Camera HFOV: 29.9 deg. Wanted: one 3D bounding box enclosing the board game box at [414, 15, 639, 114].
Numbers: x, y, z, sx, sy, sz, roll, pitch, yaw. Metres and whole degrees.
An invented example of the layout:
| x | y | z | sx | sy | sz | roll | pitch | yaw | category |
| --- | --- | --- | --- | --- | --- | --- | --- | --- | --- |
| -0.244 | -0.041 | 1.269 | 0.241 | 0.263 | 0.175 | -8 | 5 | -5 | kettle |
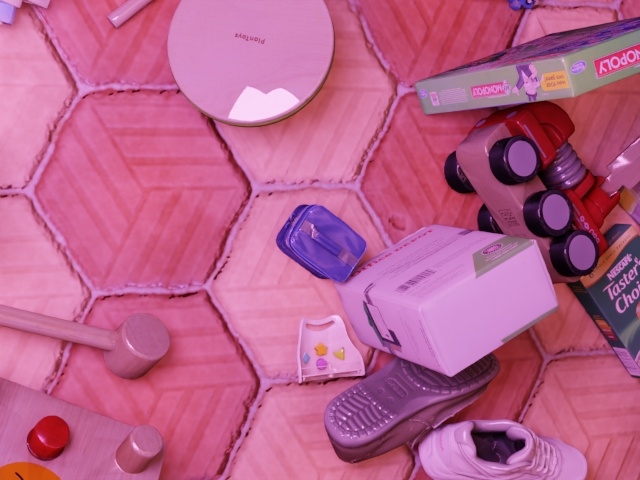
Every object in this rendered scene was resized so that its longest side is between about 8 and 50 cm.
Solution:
| x | y | z | sx | sy | sz | roll | pitch | yaw | category |
| --- | --- | --- | --- | --- | --- | --- | --- | --- | --- |
| 0.273 | -0.203 | 1.363 | 0.214 | 0.317 | 0.046 | -22 | 101 | -20 | board game box |

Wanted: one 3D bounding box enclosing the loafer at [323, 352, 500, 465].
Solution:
| x | y | z | sx | sy | sz | roll | pitch | yaw | category |
| --- | --- | --- | --- | --- | --- | --- | --- | --- | --- |
| 0.106 | 0.191 | 1.443 | 0.251 | 0.094 | 0.087 | -21 | 143 | -27 | loafer |

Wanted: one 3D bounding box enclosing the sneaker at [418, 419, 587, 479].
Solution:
| x | y | z | sx | sy | sz | roll | pitch | yaw | category |
| --- | --- | --- | --- | --- | --- | --- | --- | --- | --- |
| 0.243 | 0.268 | 1.467 | 0.232 | 0.115 | 0.090 | 11 | 64 | -24 | sneaker |

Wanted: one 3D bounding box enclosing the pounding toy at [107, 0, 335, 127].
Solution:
| x | y | z | sx | sy | sz | roll | pitch | yaw | category |
| --- | --- | --- | --- | --- | --- | --- | --- | --- | --- |
| -0.090 | -0.222 | 1.342 | 0.237 | 0.110 | 0.183 | 42 | 87 | 11 | pounding toy |

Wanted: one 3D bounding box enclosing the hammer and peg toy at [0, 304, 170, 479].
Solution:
| x | y | z | sx | sy | sz | roll | pitch | yaw | category |
| --- | --- | --- | --- | --- | --- | --- | --- | --- | --- |
| -0.296 | 0.224 | 1.217 | 0.266 | 0.127 | 0.361 | 23 | 50 | -16 | hammer and peg toy |

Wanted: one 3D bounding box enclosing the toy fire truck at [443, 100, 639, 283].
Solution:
| x | y | z | sx | sy | sz | roll | pitch | yaw | category |
| --- | --- | --- | --- | --- | --- | --- | --- | --- | --- |
| 0.315 | -0.095 | 1.488 | 0.246 | 0.158 | 0.217 | -43 | 107 | -28 | toy fire truck |

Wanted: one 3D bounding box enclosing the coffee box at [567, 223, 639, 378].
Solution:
| x | y | z | sx | sy | sz | roll | pitch | yaw | category |
| --- | --- | --- | --- | --- | --- | --- | --- | --- | --- |
| 0.411 | 0.081 | 1.580 | 0.113 | 0.040 | 0.184 | -40 | 106 | -16 | coffee box |

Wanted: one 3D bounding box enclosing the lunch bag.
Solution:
| x | y | z | sx | sy | sz | roll | pitch | yaw | category |
| --- | --- | --- | --- | --- | --- | --- | --- | --- | --- |
| 0.000 | 0.000 | 1.391 | 0.098 | 0.065 | 0.067 | 36 | 78 | -20 | lunch bag |

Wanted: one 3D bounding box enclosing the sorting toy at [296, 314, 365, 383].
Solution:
| x | y | z | sx | sy | sz | roll | pitch | yaw | category |
| --- | --- | --- | --- | --- | --- | --- | --- | --- | --- |
| 0.004 | 0.126 | 1.413 | 0.083 | 0.045 | 0.075 | -4 | 86 | -22 | sorting toy |

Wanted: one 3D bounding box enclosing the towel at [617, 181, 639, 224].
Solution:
| x | y | z | sx | sy | sz | roll | pitch | yaw | category |
| --- | --- | --- | --- | --- | --- | --- | --- | --- | --- |
| 0.432 | -0.054 | 1.601 | 0.083 | 0.009 | 0.060 | 44 | 75 | -18 | towel |

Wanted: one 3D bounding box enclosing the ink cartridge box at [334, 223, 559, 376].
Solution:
| x | y | z | sx | sy | sz | roll | pitch | yaw | category |
| --- | --- | --- | --- | --- | --- | --- | --- | --- | --- |
| 0.138 | 0.061 | 1.370 | 0.160 | 0.219 | 0.092 | -29 | 106 | -19 | ink cartridge box |

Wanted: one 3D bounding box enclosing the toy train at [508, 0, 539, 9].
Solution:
| x | y | z | sx | sy | sz | roll | pitch | yaw | category |
| --- | --- | --- | --- | --- | --- | --- | --- | --- | --- |
| 0.207 | -0.320 | 1.487 | 0.158 | 0.027 | 0.036 | 16 | 89 | -22 | toy train |

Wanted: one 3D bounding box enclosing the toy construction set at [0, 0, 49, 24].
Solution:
| x | y | z | sx | sy | sz | roll | pitch | yaw | category |
| --- | --- | --- | --- | --- | --- | --- | --- | --- | --- |
| -0.384 | -0.168 | 1.178 | 0.215 | 0.151 | 0.327 | 17 | 77 | 2 | toy construction set |
